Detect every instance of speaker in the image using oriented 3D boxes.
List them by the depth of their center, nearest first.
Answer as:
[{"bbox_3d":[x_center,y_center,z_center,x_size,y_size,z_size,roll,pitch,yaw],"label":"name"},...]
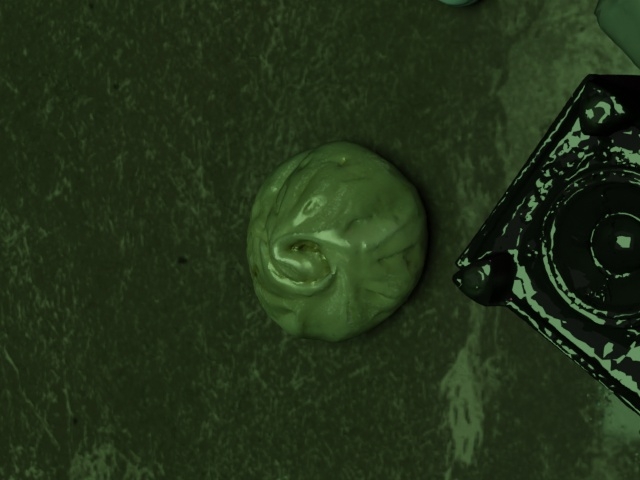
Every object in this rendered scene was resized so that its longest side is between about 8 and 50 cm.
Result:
[{"bbox_3d":[0.260,0.007,1.047,0.232,0.254,0.184,41,112,20],"label":"speaker"}]

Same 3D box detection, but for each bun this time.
[{"bbox_3d":[0.000,0.000,1.271,0.183,0.102,0.183,0,90,29],"label":"bun"}]

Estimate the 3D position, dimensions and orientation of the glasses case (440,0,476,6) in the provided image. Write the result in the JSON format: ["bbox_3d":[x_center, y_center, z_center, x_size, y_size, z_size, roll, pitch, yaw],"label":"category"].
[{"bbox_3d":[0.145,-0.277,1.207,0.067,0.045,0.178,43,112,20],"label":"glasses case"}]

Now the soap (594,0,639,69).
[{"bbox_3d":[0.438,-0.085,0.894,0.435,0.350,0.213,51,137,17],"label":"soap"}]
